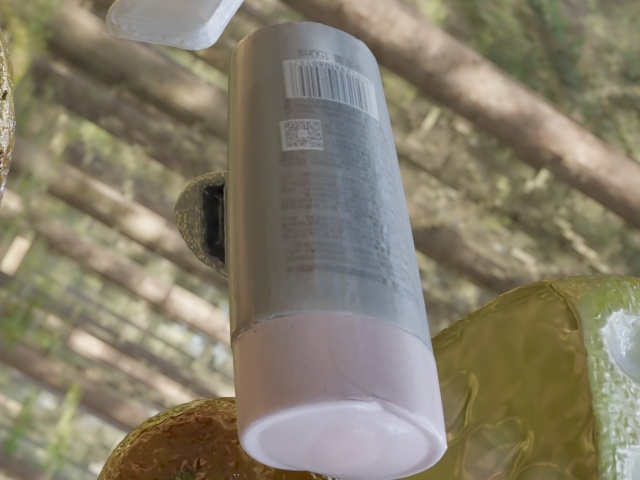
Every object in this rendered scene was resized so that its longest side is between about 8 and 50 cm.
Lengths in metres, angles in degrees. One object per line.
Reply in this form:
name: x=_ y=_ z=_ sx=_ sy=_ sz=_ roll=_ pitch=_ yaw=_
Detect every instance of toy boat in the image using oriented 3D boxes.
toy boat: x=-0.067 y=-0.015 z=2.067 sx=0.283 sy=0.078 sz=0.127 roll=13 pitch=-71 yaw=56

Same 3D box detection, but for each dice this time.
dice: x=0.198 y=0.173 z=1.388 sx=0.238 sy=0.226 sz=0.233 roll=-34 pitch=-129 yaw=46

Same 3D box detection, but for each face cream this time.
face cream: x=0.000 y=0.000 z=1.014 sx=0.073 sy=0.107 sz=0.269 roll=114 pitch=-23 yaw=-45

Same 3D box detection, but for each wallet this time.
wallet: x=-0.093 y=-0.216 z=1.524 sx=0.190 sy=0.095 sz=0.033 roll=-59 pitch=154 yaw=-43

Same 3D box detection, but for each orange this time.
orange: x=-0.064 y=0.256 z=1.556 sx=0.274 sy=0.274 sz=0.274 roll=-49 pitch=-158 yaw=27

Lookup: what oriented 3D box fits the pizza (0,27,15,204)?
pizza: x=-0.361 y=-0.130 z=1.789 sx=0.161 sy=0.305 sz=0.085 roll=-9 pitch=178 yaw=20
